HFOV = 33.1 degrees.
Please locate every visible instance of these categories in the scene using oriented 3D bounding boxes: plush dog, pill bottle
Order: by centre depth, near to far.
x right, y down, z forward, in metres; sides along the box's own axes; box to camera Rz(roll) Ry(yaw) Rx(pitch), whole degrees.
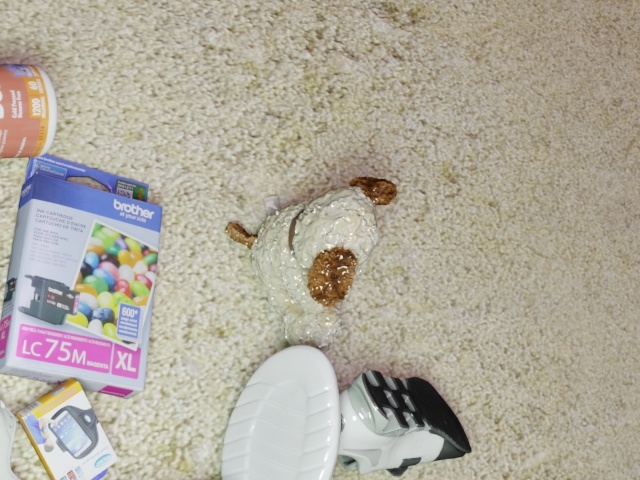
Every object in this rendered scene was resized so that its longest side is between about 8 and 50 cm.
[{"bbox_3d":[-0.450,-0.160,1.342,0.216,0.121,0.121,-6,76,-37],"label":"pill bottle"},{"bbox_3d":[0.000,0.000,1.530,0.210,0.225,0.262,35,56,-20],"label":"plush dog"}]

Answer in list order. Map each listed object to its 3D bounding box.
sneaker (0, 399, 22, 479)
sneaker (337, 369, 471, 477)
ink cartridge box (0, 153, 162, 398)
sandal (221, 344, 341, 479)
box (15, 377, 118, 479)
[{"bbox_3d":[-0.419,0.195,1.255,0.121,0.099,0.262,-10,86,-45],"label":"sneaker"},{"bbox_3d":[0.099,0.279,1.578,0.330,0.146,0.122,26,30,-50],"label":"sneaker"},{"bbox_3d":[-0.308,0.036,1.408,0.186,0.065,0.311,16,62,-30],"label":"ink cartridge box"},{"bbox_3d":[-0.046,0.348,1.423,0.102,0.169,0.416,29,63,-60],"label":"sandal"},{"bbox_3d":[-0.305,0.247,1.319,0.081,0.028,0.136,-34,111,-29],"label":"box"}]
